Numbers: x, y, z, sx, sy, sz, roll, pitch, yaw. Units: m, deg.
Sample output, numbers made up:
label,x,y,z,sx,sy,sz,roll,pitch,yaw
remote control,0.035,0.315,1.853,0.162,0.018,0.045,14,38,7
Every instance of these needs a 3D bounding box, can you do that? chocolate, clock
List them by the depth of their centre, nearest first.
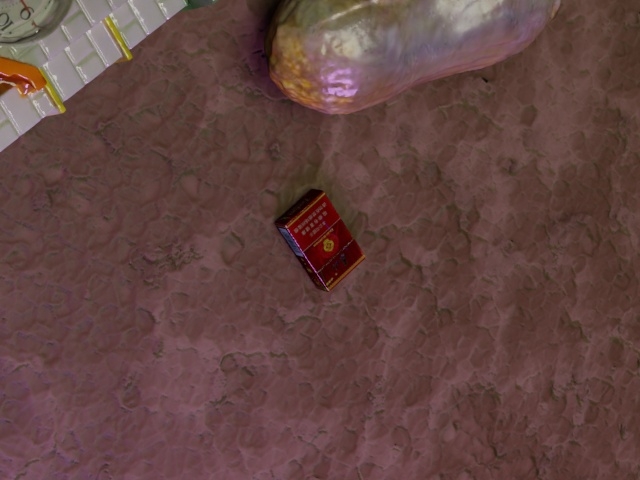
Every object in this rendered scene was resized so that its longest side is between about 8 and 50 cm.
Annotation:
label,x,y,z,sx,sy,sz,roll,pitch,yaw
clock,-0.231,-0.200,1.269,0.255,0.106,0.220,-45,117,-32
chocolate,0.088,-0.203,1.555,0.309,0.134,0.134,-20,107,-28

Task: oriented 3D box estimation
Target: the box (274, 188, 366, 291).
label,x,y,z,sx,sy,sz,roll,pitch,yaw
box,0.000,0.000,1.593,0.051,0.023,0.082,-42,116,-19
